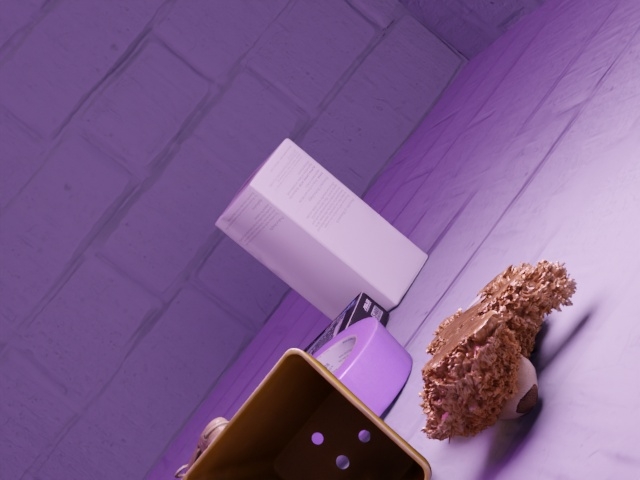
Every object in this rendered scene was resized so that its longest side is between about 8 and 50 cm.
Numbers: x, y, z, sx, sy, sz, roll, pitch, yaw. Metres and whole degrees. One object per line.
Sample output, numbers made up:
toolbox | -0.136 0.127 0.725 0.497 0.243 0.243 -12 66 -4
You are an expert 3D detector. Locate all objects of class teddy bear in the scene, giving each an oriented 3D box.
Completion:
teddy bear | 0.201 0.128 1.161 0.245 0.113 0.338 -44 -2 -1

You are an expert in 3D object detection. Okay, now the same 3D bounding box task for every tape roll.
tape roll | 0.018 0.250 1.614 0.275 0.090 0.275 -43 6 6

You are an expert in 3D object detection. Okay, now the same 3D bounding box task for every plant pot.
plant pot | 0.005 0.274 1.189 0.212 0.212 0.187 -51 -17 5

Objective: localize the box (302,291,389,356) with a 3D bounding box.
box | -0.009 0.272 1.936 0.307 0.076 0.242 -47 7 33

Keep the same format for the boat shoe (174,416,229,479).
boat shoe | -0.152 0.343 1.474 0.104 0.089 0.285 -21 -21 -30

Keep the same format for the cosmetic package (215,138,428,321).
cosmetic package | 0.000 0.000 2.053 0.156 0.385 0.217 -56 10 -33
